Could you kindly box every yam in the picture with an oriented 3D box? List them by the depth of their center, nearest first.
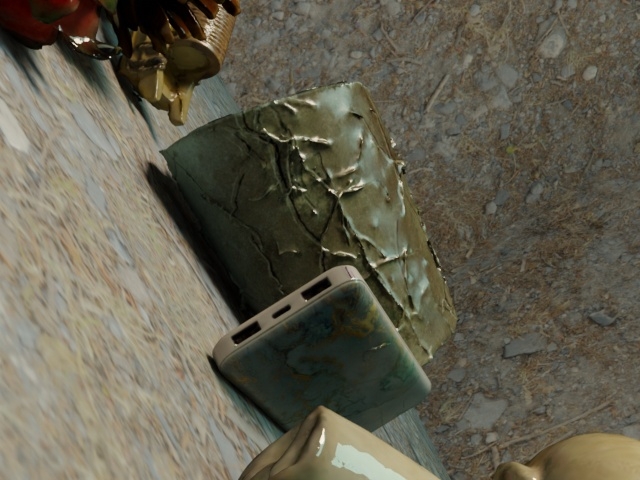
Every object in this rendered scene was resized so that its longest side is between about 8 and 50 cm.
[{"bbox_3d":[0.000,0.000,1.166,0.241,0.241,0.348,-106,171,-79],"label":"yam"}]

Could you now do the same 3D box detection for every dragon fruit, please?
[{"bbox_3d":[-0.211,-0.212,0.826,0.130,0.121,0.142,-66,161,-48],"label":"dragon fruit"}]

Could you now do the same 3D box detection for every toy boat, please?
[{"bbox_3d":[-0.157,-0.275,1.300,0.089,0.115,0.310,52,43,-46],"label":"toy boat"}]

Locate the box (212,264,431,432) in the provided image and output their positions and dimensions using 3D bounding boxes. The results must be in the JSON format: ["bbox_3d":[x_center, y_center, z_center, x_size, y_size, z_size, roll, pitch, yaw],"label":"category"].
[{"bbox_3d":[0.012,0.120,0.979,0.044,0.142,0.285,61,3,33],"label":"box"}]

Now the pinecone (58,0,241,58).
[{"bbox_3d":[-0.177,-0.301,1.070,0.264,0.264,0.264,59,3,-5],"label":"pinecone"}]

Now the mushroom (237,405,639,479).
[{"bbox_3d":[0.108,0.226,0.690,0.336,0.314,0.314,39,4,-3],"label":"mushroom"}]
